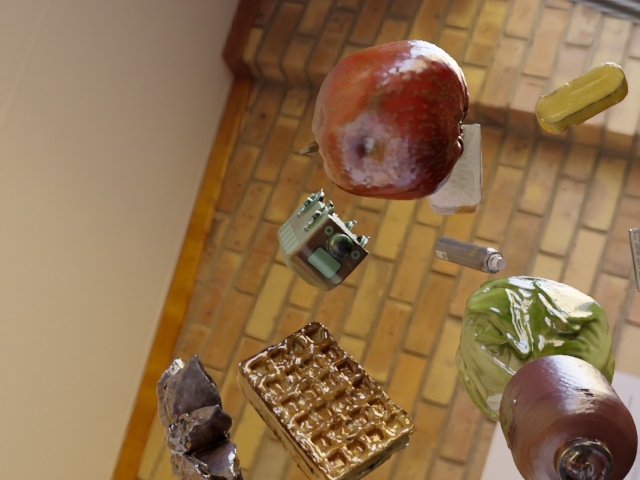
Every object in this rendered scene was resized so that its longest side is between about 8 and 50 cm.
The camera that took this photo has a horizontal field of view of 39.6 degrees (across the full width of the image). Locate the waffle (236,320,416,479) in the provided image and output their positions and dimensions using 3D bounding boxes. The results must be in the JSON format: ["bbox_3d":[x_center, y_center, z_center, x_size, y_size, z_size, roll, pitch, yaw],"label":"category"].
[{"bbox_3d":[0.003,0.309,1.673,0.213,0.308,0.091,-26,-32,-30],"label":"waffle"}]

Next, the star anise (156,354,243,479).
[{"bbox_3d":[-0.214,0.355,1.551,0.118,0.331,0.331,-11,-57,-23],"label":"star anise"}]

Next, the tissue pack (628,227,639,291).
[{"bbox_3d":[0.787,0.050,2.112,0.112,0.051,0.156,11,-109,-43],"label":"tissue pack"}]

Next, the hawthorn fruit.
[{"bbox_3d":[0.107,-0.191,1.469,0.275,0.300,0.275,-15,-90,-86],"label":"hawthorn fruit"}]

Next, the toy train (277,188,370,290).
[{"bbox_3d":[0.000,0.000,1.814,0.159,0.129,0.326,-49,14,4],"label":"toy train"}]

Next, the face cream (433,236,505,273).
[{"bbox_3d":[0.442,0.045,2.620,0.073,0.283,0.073,-6,-78,-28],"label":"face cream"}]

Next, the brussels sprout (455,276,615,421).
[{"bbox_3d":[0.407,0.211,1.729,0.247,0.328,0.328,58,-133,-38],"label":"brussels sprout"}]

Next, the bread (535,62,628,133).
[{"bbox_3d":[0.678,-0.366,2.304,0.094,0.245,0.102,36,-153,-62],"label":"bread"}]

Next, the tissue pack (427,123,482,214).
[{"bbox_3d":[0.302,-0.157,2.009,0.225,0.124,0.185,13,-102,-82],"label":"tissue pack"}]

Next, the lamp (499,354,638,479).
[{"bbox_3d":[0.345,0.267,1.243,0.258,0.180,0.180,-81,0,-74],"label":"lamp"}]
